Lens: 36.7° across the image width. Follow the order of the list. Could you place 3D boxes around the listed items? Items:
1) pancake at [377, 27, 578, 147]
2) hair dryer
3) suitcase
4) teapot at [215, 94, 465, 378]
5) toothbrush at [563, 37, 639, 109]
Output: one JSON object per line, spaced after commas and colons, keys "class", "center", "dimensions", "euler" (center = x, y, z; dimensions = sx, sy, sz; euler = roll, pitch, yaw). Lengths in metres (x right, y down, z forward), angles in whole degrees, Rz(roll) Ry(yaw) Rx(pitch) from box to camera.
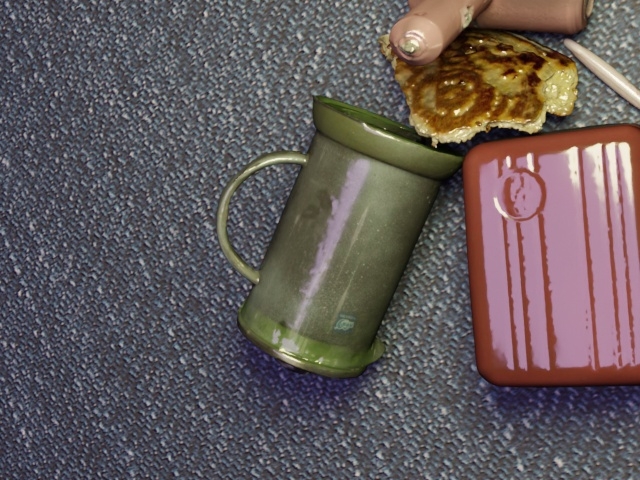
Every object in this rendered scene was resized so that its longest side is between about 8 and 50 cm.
{"class": "pancake", "center": [0.195, -0.202, 1.176], "dimensions": [0.212, 0.056, 0.257], "euler": [-14, 48, -3]}
{"class": "hair dryer", "center": [0.175, -0.260, 1.069], "dimensions": [0.210, 0.352, 0.125], "euler": [10, 124, 21]}
{"class": "suitcase", "center": [0.286, 0.020, 1.118], "dimensions": [0.236, 0.161, 0.297], "euler": [-4, 90, 23]}
{"class": "teapot", "center": [0.000, 0.000, 1.206], "dimensions": [0.270, 0.200, 0.337], "euler": [18, 103, -16]}
{"class": "toothbrush", "center": [0.407, -0.145, 1.136], "dimensions": [0.307, 0.025, 0.029], "euler": [44, 99, 16]}
